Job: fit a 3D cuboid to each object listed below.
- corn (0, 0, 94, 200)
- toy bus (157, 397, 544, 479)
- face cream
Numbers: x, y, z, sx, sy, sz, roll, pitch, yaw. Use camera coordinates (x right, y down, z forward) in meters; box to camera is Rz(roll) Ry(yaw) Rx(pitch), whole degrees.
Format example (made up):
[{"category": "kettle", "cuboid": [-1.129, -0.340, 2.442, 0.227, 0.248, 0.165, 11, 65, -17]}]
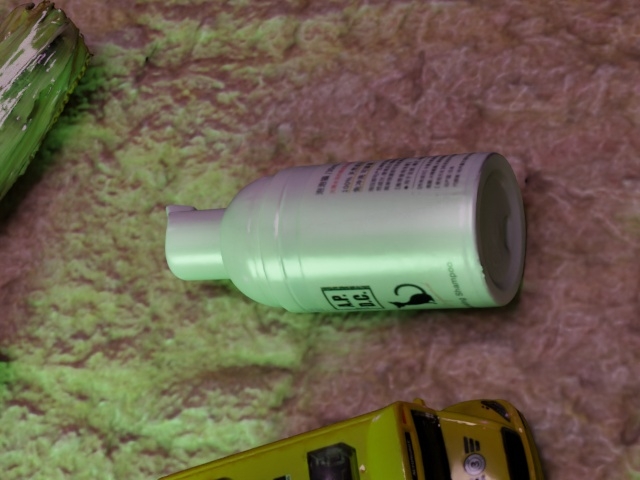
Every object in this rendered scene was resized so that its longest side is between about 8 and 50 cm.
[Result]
[{"category": "corn", "cuboid": [-0.367, -0.124, 1.872, 0.305, 0.122, 0.123, -57, 12, -5]}, {"category": "toy bus", "cuboid": [0.025, 0.236, 1.500, 0.331, 0.151, 0.145, -20, 58, 19]}, {"category": "face cream", "cuboid": [0.000, 0.000, 1.625, 0.369, 0.145, 0.145, -4, 66, 26]}]
